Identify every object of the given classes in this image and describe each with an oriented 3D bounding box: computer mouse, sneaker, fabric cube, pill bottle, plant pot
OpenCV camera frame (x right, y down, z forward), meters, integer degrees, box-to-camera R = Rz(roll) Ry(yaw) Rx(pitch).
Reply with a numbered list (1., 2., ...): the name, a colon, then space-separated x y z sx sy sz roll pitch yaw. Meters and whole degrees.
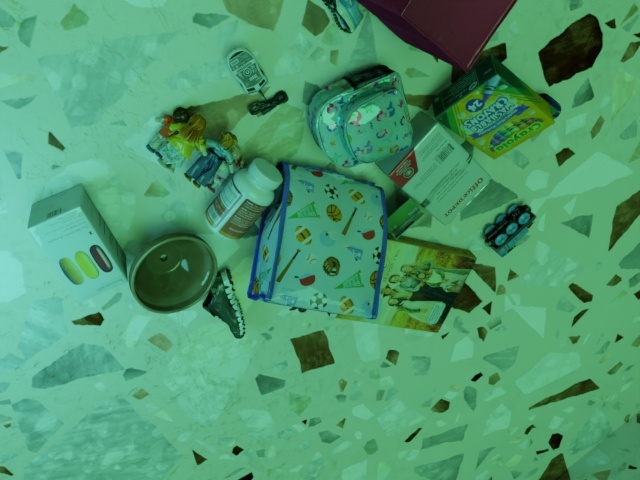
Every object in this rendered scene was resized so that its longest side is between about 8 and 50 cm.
1. computer mouse: -0.166 -0.400 1.563 0.106 0.042 0.193 -29 130 5
2. sneaker: -0.288 0.195 1.851 0.106 0.078 0.234 -15 119 -7
3. fabric cube: 0.266 -0.585 1.445 0.259 0.258 0.254 25 105 -39
4. pill bottle: -0.198 -0.108 1.650 0.121 0.121 0.216 28 119 -30
5. sneaker: 0.052 -0.586 1.527 0.073 0.063 0.162 -45 129 -13
6. plant pot: -0.406 0.071 1.698 0.238 0.110 0.237 -18 127 -26

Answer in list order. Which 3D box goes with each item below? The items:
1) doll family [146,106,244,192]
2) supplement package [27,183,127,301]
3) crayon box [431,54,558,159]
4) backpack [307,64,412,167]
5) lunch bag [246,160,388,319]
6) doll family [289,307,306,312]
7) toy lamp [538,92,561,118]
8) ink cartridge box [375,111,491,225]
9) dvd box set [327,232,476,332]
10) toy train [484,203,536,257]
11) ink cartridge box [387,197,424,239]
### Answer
1. doll family: -0.293 -0.221 1.573 0.263 0.118 0.163 34 104 -32
2. supplement package: -0.603 0.008 1.591 0.139 0.133 0.244 -25 124 -4
3. crayon box: 0.487 -0.343 1.728 0.323 0.083 0.203 23 139 -35
4. backpack: 0.103 -0.307 1.630 0.254 0.191 0.225 -19 125 -2
5. lunch bag: 0.000 0.000 1.729 0.328 0.239 0.385 11 83 -23
6. doll family: -0.019 0.144 1.889 0.076 0.111 0.193 26 108 -30
7. toy lamp: 0.566 -0.400 1.793 0.275 0.080 0.080 9 116 -25
8. ink cartridge box: 0.323 -0.200 1.804 0.273 0.114 0.197 37 102 -31
9. dvd box set: 0.256 0.135 2.010 0.421 0.062 0.307 12 114 -25
10. toy train: 0.609 -0.035 2.028 0.184 0.080 0.105 -43 133 6
11. ink cartridge box: 0.234 -0.063 1.802 0.109 0.209 0.062 -41 88 7
